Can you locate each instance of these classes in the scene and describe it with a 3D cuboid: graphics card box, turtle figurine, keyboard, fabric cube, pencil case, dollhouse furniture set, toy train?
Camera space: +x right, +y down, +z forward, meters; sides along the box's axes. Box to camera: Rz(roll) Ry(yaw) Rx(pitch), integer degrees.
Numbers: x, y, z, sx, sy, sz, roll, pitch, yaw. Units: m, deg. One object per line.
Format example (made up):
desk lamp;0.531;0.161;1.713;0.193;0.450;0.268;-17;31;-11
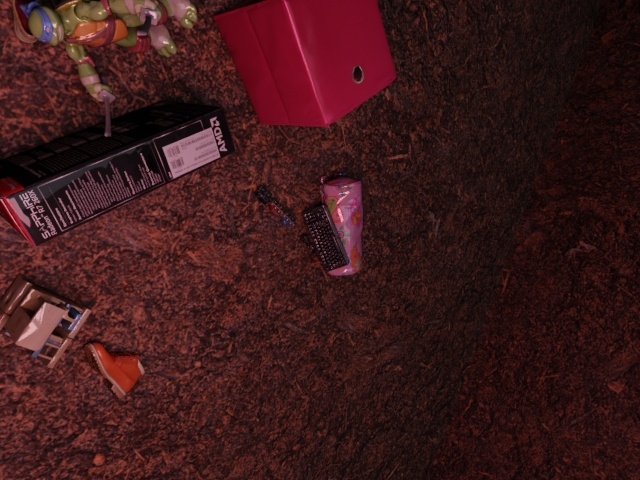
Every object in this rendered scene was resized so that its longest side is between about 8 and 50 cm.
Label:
graphics card box;-0.365;-0.139;0.806;0.371;0.233;0.094;-36;127;-32
turtle figurine;-0.317;-0.322;0.792;0.266;0.275;0.197;-46;159;-48
keyboard;0.000;0.000;1.284;0.180;0.108;0.023;67;23;-9
fabric cube;-0.025;-0.429;1.033;0.254;0.259;0.258;-40;126;-28
pencil case;0.062;-0.044;1.329;0.124;0.124;0.284;-18;113;-39
dollhouse furniture set;-0.483;0.162;0.811;0.129;0.184;0.129;42;72;-42
toy train;-0.115;-0.083;1.206;0.036;0.027;0.158;-56;132;-12

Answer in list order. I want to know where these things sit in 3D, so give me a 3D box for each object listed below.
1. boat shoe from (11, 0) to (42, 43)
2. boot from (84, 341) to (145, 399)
boat shoe;-0.478;-0.395;0.758;0.050;0.045;0.135;-15;111;-41
boot;-0.431;0.255;0.981;0.084;0.059;0.158;-42;135;-32
